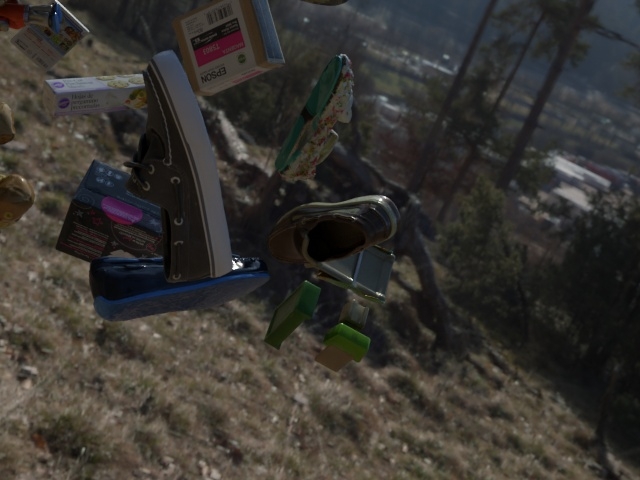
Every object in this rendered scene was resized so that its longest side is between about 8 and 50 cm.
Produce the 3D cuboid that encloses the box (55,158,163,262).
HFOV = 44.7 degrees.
[{"bbox_3d":[-0.387,-0.028,1.594,0.247,0.142,0.163,24,34,-14],"label":"box"}]

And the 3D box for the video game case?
[{"bbox_3d":[-0.521,-0.393,1.498,0.087,0.122,0.011,44,15,-33],"label":"video game case"}]

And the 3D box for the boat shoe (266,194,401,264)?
[{"bbox_3d":[-0.004,-0.007,1.183,0.095,0.257,0.095,-41,105,-43],"label":"boat shoe"}]

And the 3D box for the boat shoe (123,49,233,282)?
[{"bbox_3d":[-0.134,-0.053,0.687,0.076,0.228,0.080,-18,44,-14],"label":"boat shoe"}]

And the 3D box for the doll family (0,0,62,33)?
[{"bbox_3d":[-0.510,-0.452,1.307,0.163,0.118,0.263,2,42,-4],"label":"doll family"}]

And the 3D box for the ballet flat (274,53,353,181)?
[{"bbox_3d":[0.004,-0.199,1.301,0.077,0.241,0.091,16,34,-27],"label":"ballet flat"}]

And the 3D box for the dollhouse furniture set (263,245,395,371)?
[{"bbox_3d":[0.028,0.127,1.768,0.197,0.151,0.301,30,47,-12],"label":"dollhouse furniture set"}]

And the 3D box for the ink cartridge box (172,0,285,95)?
[{"bbox_3d":[-0.225,-0.480,1.883,0.234,0.193,0.088,-16,-1,28],"label":"ink cartridge box"}]

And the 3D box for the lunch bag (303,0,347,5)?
[{"bbox_3d":[-0.066,-0.445,0.878,0.305,0.256,0.212,16,58,-2],"label":"lunch bag"}]

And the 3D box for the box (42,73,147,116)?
[{"bbox_3d":[-0.497,-0.353,1.866,0.324,0.063,0.067,-14,46,-38],"label":"box"}]

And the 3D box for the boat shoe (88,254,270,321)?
[{"bbox_3d":[-0.178,0.038,1.033,0.258,0.109,0.089,-2,60,-46],"label":"boat shoe"}]

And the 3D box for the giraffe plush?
[{"bbox_3d":[-0.493,-0.081,1.125,0.181,0.170,0.210,-46,34,-24],"label":"giraffe plush"}]
